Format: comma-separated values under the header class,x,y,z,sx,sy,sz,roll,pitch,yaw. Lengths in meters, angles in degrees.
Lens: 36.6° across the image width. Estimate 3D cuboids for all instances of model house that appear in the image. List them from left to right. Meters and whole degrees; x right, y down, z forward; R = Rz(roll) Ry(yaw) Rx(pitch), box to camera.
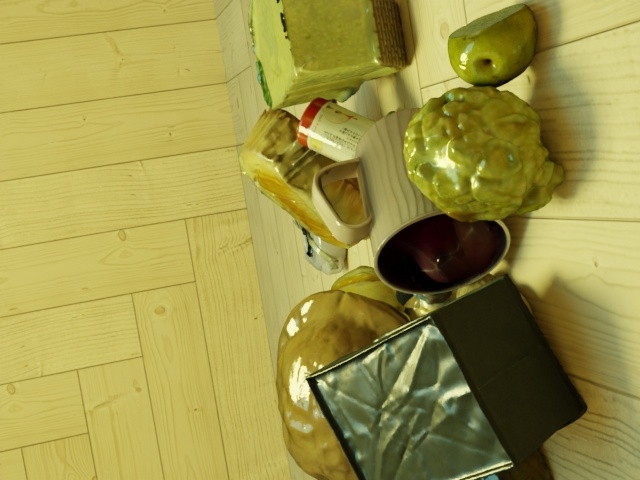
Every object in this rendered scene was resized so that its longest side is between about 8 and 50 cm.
class,x,y,z,sx,sy,sz,roll,pitch,yaw
model house,0.015,-0.418,1.959,0.321,0.266,0.261,156,105,-75

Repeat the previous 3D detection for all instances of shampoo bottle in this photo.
class,x,y,z,sx,sy,sz,roll,pitch,yaw
shampoo bottle,0.095,-0.183,1.905,0.278,0.104,0.104,27,141,17

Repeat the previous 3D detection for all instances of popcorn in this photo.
class,x,y,z,sx,sy,sz,roll,pitch,yaw
popcorn,0.237,-0.122,1.443,0.217,0.235,0.181,121,165,-64

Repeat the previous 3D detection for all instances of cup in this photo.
class,x,y,z,sx,sy,sz,roll,pitch,yaw
cup,0.149,-0.056,1.655,0.208,0.288,0.273,56,-163,-47

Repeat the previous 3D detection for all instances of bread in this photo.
class,x,y,z,sx,sy,sz,roll,pitch,yaw
bread,-0.016,-0.143,2.160,0.236,0.183,0.388,20,161,43
bread,0.091,0.231,2.245,0.300,0.210,0.341,142,117,-71

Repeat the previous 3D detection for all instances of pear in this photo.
class,x,y,z,sx,sy,sz,roll,pitch,yaw
pear,0.260,-0.279,1.429,0.104,0.141,0.141,61,172,-20

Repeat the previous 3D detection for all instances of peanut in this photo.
class,x,y,z,sx,sy,sz,roll,pitch,yaw
peanut,0.289,0.112,1.648,0.228,0.086,0.104,-134,28,-68

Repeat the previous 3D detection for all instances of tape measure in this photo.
class,x,y,z,sx,sy,sz,roll,pitch,yaw
tape measure,-0.001,-0.004,2.624,0.196,0.105,0.178,-149,51,-72

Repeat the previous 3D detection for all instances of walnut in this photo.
class,x,y,z,sx,sy,sz,roll,pitch,yaw
walnut,0.072,0.298,1.898,0.383,0.384,0.383,170,90,-75

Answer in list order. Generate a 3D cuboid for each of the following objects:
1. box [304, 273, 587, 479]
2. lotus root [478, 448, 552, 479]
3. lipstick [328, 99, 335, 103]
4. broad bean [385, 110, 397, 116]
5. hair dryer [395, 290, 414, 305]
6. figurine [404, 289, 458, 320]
class,x,y,z,sx,sy,sz,roll,pitch,yaw
box,0.186,0.245,1.539,0.345,0.204,0.251,-35,80,46
lotus root,0.299,0.419,1.712,0.267,0.149,0.260,-176,75,-72
lipstick,0.015,-0.303,2.455,0.057,0.057,0.356,-137,40,-66
broad bean,0.153,-0.232,2.012,0.083,0.045,0.063,-105,15,-47
hair dryer,0.186,0.050,1.994,0.352,0.107,0.189,99,159,-65
figurine,0.215,0.104,1.797,0.108,0.114,0.196,57,173,45
